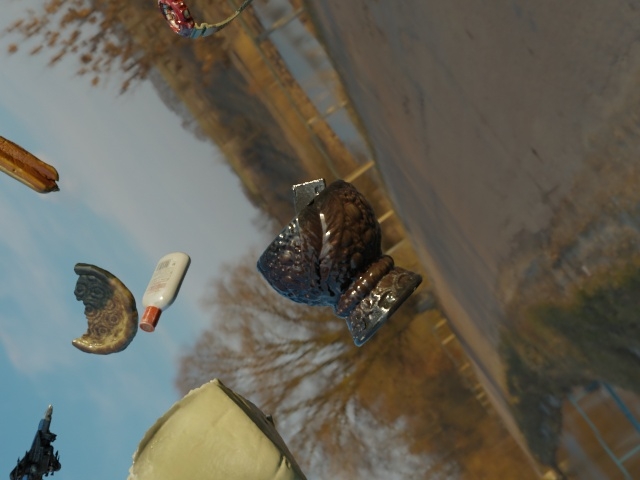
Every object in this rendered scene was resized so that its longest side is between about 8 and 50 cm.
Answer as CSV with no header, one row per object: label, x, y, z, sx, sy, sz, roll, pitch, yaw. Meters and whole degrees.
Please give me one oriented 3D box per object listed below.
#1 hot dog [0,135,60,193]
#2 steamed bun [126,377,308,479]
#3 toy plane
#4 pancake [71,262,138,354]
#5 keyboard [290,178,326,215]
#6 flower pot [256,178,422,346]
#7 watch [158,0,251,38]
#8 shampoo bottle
hot dog,-0.782,-0.194,2.381,0.235,0.062,0.092,36,-129,-15
steamed bun,-0.180,0.370,1.380,0.273,0.290,0.272,32,169,23
toy plane,-0.726,0.549,2.382,0.078,0.246,0.169,25,-172,30
pancake,-0.424,0.130,1.718,0.191,0.184,0.020,63,-153,-12
keyboard,0.000,0.000,2.381,0.027,0.106,0.317,11,-111,-75
flower pot,0.047,0.056,1.836,0.267,0.266,0.266,45,-179,4
watch,-0.243,-0.573,2.078,0.165,0.268,0.102,46,161,-8
shampoo bottle,-0.395,0.128,2.276,0.051,0.108,0.221,49,-138,-35
